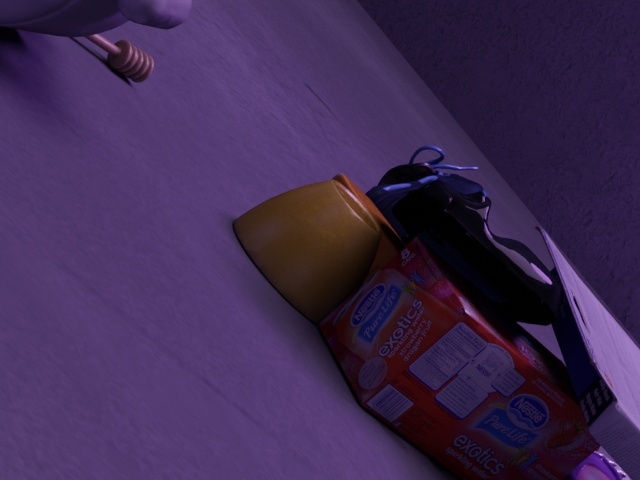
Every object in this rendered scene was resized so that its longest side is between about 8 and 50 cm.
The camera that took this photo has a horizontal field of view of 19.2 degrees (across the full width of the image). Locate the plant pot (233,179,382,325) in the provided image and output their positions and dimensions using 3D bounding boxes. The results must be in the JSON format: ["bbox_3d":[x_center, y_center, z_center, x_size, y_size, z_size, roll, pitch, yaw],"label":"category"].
[{"bbox_3d":[0.000,0.000,1.745,0.134,0.095,0.134,46,10,-11],"label":"plant pot"}]

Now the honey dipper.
[{"bbox_3d":[-0.219,-0.193,1.766,0.160,0.030,0.030,30,20,-46],"label":"honey dipper"}]

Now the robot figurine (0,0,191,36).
[{"bbox_3d":[-0.228,-0.267,1.507,0.300,0.200,0.353,34,8,9],"label":"robot figurine"}]

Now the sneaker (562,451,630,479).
[{"bbox_3d":[0.254,0.272,1.812,0.104,0.095,0.236,30,20,-36],"label":"sneaker"}]

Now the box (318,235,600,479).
[{"bbox_3d":[0.135,0.129,1.735,0.257,0.128,0.123,39,14,-39],"label":"box"}]

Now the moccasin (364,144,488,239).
[{"bbox_3d":[0.129,-0.054,2.364,0.117,0.138,0.342,44,9,4],"label":"moccasin"}]

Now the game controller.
[{"bbox_3d":[0.143,0.015,1.785,0.166,0.067,0.319,52,-2,0],"label":"game controller"}]

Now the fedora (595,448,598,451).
[{"bbox_3d":[0.282,0.202,2.193,0.194,0.079,0.194,46,11,-12],"label":"fedora"}]

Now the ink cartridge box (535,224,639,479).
[{"bbox_3d":[0.264,0.125,1.748,0.224,0.045,0.223,49,16,-30],"label":"ink cartridge box"}]

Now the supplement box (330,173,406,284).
[{"bbox_3d":[0.064,0.043,1.900,0.233,0.078,0.080,55,12,31],"label":"supplement box"}]
